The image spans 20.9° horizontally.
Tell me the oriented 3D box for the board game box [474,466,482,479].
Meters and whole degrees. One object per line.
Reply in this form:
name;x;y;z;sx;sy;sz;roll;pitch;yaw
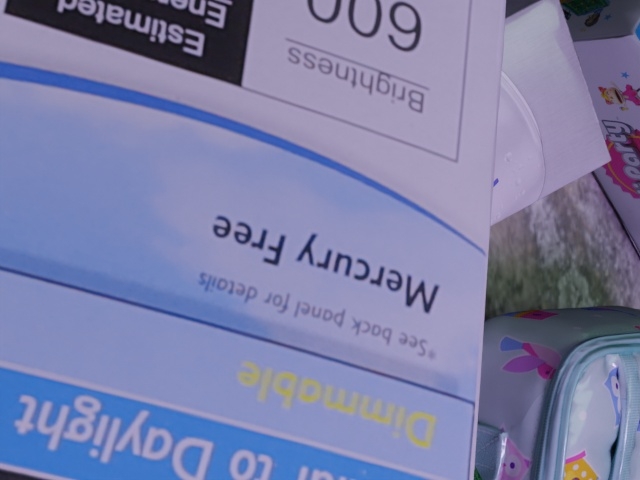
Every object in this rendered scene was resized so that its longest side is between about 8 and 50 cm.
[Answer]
board game box;0.049;0.189;0.804;0.136;0.030;0.259;60;23;-5

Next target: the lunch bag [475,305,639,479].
lunch bag;0.152;0.182;1.028;0.224;0.108;0.279;1;99;-51

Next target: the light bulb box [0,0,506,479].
light bulb box;-0.158;0.067;0.499;0.358;0.225;0.361;15;63;-18

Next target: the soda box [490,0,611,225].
soda box;-0.017;-0.021;0.796;0.286;0.098;0.091;-28;114;-14

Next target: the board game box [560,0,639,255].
board game box;0.280;-0.155;1.212;0.224;0.097;0.303;54;54;-31
